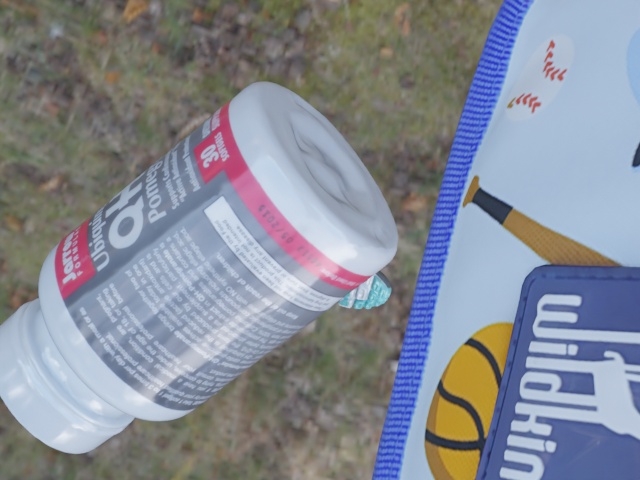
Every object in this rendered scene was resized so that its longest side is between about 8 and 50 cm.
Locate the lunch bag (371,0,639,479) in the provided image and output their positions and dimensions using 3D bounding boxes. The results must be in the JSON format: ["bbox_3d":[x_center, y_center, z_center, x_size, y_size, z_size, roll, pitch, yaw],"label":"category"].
[{"bbox_3d":[0.133,0.081,0.454,0.239,0.327,0.385,16,168,0],"label":"lunch bag"}]

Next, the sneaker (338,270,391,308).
[{"bbox_3d":[0.000,0.000,1.338,0.166,0.076,0.065,32,136,4],"label":"sneaker"}]

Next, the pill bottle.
[{"bbox_3d":[-0.110,0.033,1.129,0.318,0.176,0.176,-38,120,19],"label":"pill bottle"}]
